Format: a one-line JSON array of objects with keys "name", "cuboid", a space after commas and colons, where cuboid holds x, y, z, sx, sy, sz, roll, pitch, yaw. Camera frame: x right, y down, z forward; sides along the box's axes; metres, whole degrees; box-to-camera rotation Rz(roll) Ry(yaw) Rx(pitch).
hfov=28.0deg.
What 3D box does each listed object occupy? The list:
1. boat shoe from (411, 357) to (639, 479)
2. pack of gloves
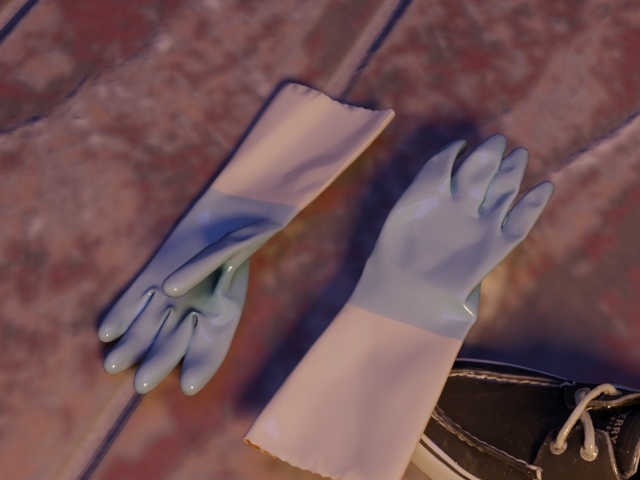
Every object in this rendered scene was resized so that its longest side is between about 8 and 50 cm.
[{"name": "boat shoe", "cuboid": [0.138, 0.098, 0.613, 0.219, 0.070, 0.077, 18, 56, 13]}, {"name": "pack of gloves", "cuboid": [0.000, 0.000, 0.674, 0.195, 0.046, 0.232, 15, 55, 28]}]
